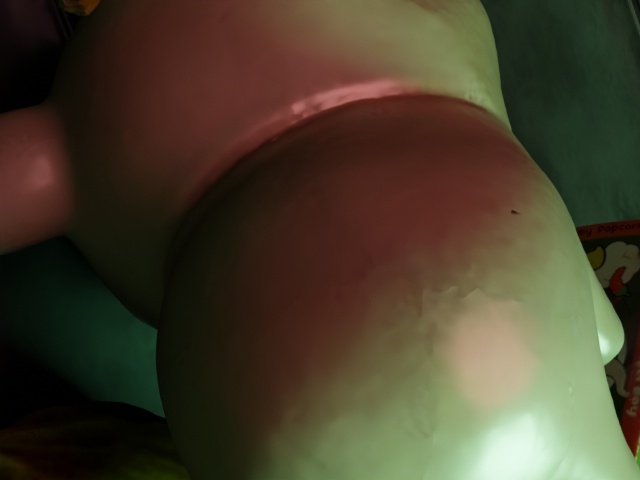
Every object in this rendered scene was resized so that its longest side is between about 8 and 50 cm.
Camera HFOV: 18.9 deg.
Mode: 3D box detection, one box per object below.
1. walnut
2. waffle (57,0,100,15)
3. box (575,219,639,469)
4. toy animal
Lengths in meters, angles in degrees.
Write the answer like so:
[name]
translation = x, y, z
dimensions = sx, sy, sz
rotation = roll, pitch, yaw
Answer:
[walnut]
translation = -0.067, 0.134, 0.810
dimensions = 0.207, 0.115, 0.116
rotation = 35, 55, -29
[waffle]
translation = -0.148, -0.212, 0.754
dimensions = 0.231, 0.051, 0.229
rotation = 24, 80, -8
[box]
translation = 0.127, 0.114, 0.980
dimensions = 0.148, 0.177, 0.195
rotation = 43, 50, -35
[toy animal]
translation = 0.000, 0.000, 0.786
dimensions = 0.269, 0.237, 0.326
rotation = 43, 14, -17
